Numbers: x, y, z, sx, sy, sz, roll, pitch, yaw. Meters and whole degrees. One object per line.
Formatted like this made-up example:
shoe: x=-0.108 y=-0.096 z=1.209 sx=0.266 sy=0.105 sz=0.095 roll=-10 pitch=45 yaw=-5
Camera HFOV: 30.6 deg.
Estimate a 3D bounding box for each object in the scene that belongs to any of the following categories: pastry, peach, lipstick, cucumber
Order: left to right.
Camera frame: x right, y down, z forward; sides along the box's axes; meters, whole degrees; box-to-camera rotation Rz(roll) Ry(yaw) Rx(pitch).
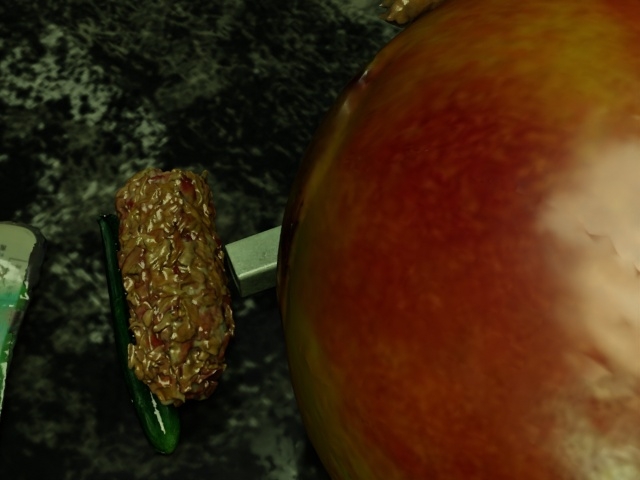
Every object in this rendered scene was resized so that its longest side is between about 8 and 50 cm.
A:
cucumber: x=-0.121 y=0.055 z=0.773 sx=0.033 sy=0.036 sz=0.184 roll=-13 pitch=61 yaw=-6
pastry: x=-0.090 y=0.021 z=0.754 sx=0.063 sy=0.087 sz=0.169 roll=-31 pitch=56 yaw=27
lipstick: x=0.000 y=0.000 z=0.806 sx=0.129 sy=0.030 sz=0.030 roll=-19 pitch=60 yaw=-11
peach: x=0.165 y=0.036 z=0.600 sx=0.370 sy=0.370 sz=0.370 roll=0 pitch=59 yaw=1

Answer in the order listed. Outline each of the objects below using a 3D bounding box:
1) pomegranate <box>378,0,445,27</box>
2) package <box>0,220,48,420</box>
pomegranate: x=0.169 y=-0.198 z=0.826 sx=0.207 sy=0.207 sz=0.207 roll=0 pitch=59 yaw=1
package: x=-0.278 y=0.079 z=0.760 sx=0.166 sy=0.040 sz=0.232 roll=8 pitch=61 yaw=5
